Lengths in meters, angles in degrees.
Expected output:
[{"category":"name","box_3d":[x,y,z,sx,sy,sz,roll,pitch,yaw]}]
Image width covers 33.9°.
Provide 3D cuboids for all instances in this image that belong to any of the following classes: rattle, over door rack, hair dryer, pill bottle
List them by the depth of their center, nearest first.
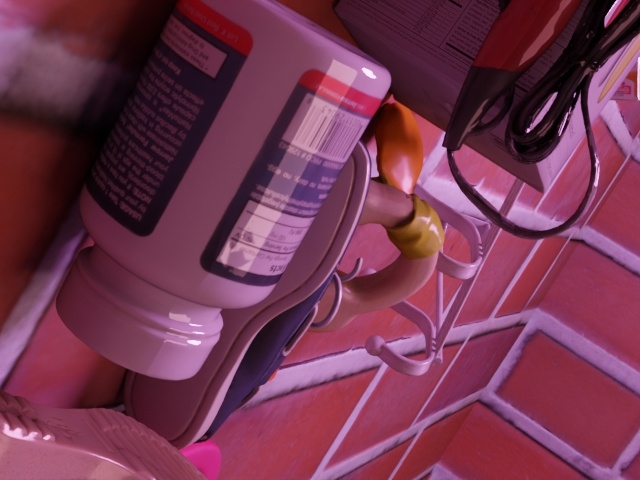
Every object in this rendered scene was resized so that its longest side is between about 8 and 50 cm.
[{"category":"pill bottle","box_3d":[-0.054,-0.029,0.512,0.180,0.108,0.108,-59,162,12]},{"category":"hair dryer","box_3d":[0.144,-0.164,0.556,0.223,0.293,0.080,-23,-174,-3]},{"category":"rattle","box_3d":[0.000,0.000,0.831,0.130,0.143,0.199,6,139,-35]},{"category":"over door rack","box_3d":[0.133,-0.050,0.996,0.239,0.108,0.324,-67,173,29]}]

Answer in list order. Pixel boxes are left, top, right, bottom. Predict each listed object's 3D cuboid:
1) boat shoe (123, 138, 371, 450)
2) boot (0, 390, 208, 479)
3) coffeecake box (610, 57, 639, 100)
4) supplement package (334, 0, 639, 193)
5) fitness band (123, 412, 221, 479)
[{"category":"boat shoe","box_3d":[-0.038,0.031,0.678,0.079,0.095,0.254,-16,138,-61]},{"category":"boot","box_3d":[-0.173,0.188,0.566,0.207,0.090,0.248,-50,141,2]},{"category":"coffeecake box","box_3d":[0.288,-0.237,0.982,0.142,0.068,0.185,-33,125,-51]},{"category":"supplement package","box_3d":[0.144,-0.170,0.712,0.203,0.149,0.194,-55,162,1]},{"category":"fitness band","box_3d":[-0.174,0.223,0.728,0.291,0.054,0.209,-19,140,-60]}]
